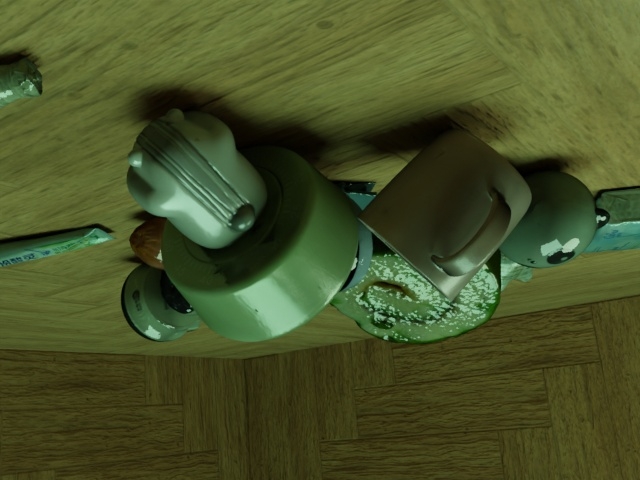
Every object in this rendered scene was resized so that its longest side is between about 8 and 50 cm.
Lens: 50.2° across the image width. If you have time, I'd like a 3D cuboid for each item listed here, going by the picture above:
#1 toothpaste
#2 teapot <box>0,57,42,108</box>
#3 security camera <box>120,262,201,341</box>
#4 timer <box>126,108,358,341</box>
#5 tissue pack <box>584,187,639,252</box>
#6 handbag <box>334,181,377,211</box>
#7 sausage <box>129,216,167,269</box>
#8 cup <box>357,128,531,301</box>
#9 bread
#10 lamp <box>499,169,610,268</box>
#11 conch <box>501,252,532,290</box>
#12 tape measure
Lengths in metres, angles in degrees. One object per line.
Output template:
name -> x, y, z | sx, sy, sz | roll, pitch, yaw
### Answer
toothpaste -> -0.568, 0.012, 1.388 | 0.297, 0.048, 0.075 | -11, 161, 8
teapot -> -0.346, -0.173, 0.756 | 0.083, 0.057, 0.067 | -11, -158, 8
security camera -> -0.312, 0.112, 1.577 | 0.277, 0.197, 0.191 | -24, 165, 35
timer -> -0.139, -0.052, 0.946 | 0.291, 0.290, 0.315 | -12, 143, 24
tissue pack -> 0.668, -0.038, 1.501 | 0.177, 0.089, 0.263 | -4, 164, 5
handbag -> -0.017, -0.065, 1.255 | 0.221, 0.057, 0.144 | 1, 157, -17
sausage -> -0.258, 0.015, 1.368 | 0.114, 0.113, 0.259 | -18, 160, 40
cup -> 0.197, -0.038, 0.996 | 0.191, 0.200, 0.253 | 41, -177, -17
bread -> 0.184, 0.066, 1.402 | 0.366, 0.129, 0.382 | 14, 138, 1
lamp -> 0.376, -0.044, 1.230 | 0.244, 0.197, 0.198 | 12, 159, -25
conch -> 0.411, 0.018, 1.497 | 0.203, 0.169, 0.386 | -26, 180, -34
tape measure -> 0.003, 0.004, 1.151 | 0.107, 0.181, 0.182 | -10, 156, -42
